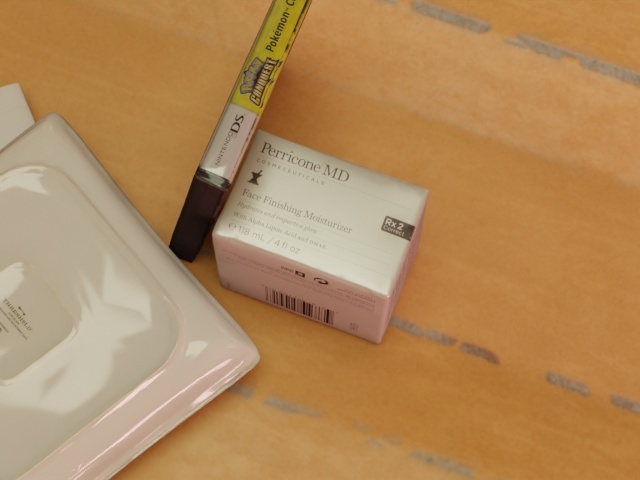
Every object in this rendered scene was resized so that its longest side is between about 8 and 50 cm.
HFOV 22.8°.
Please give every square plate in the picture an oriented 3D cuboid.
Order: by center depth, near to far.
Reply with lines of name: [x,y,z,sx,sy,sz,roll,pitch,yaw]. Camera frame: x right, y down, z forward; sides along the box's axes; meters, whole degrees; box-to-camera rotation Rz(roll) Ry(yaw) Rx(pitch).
square plate: [-0.296,0.087,1.558,0.344,0.049,0.347,-38,75,-13]

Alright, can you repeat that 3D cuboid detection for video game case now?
video game case: [-0.076,-0.124,1.557,0.035,0.275,0.248,24,72,-4]

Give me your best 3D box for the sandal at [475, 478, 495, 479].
sandal: [0.104,0.385,1.432,0.169,0.102,0.416,29,58,9]

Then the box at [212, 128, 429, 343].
box: [0.000,0.000,1.564,0.181,0.182,0.119,19,72,6]

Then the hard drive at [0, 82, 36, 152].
hard drive: [-0.351,0.015,1.631,0.210,0.040,0.319,-22,73,-8]
